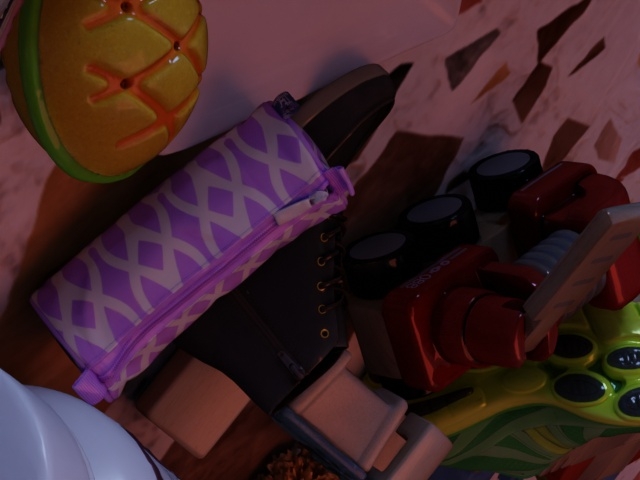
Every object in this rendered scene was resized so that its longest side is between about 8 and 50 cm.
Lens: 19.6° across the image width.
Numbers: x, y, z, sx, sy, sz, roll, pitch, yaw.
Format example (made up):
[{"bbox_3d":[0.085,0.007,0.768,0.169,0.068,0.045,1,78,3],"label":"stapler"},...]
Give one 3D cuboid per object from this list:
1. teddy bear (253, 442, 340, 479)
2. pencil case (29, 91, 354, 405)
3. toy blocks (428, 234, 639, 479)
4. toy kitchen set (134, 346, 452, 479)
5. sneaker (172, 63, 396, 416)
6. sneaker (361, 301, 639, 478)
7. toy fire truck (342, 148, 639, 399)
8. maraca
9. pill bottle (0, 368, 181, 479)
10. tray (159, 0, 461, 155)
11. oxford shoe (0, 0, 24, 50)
[{"bbox_3d":[-0.046,0.309,1.388,0.338,0.113,0.245,-41,140,-60],"label":"teddy bear"},{"bbox_3d":[-0.074,0.007,1.104,0.206,0.088,0.086,-40,137,-1],"label":"pencil case"},{"bbox_3d":[0.251,0.142,1.690,0.381,0.191,0.261,-10,140,-50],"label":"toy blocks"},{"bbox_3d":[-0.033,0.123,1.331,0.207,0.166,0.122,42,82,-19],"label":"toy kitchen set"},{"bbox_3d":[0.000,0.000,1.188,0.222,0.118,0.083,-51,167,4],"label":"sneaker"},{"bbox_3d":[0.178,0.121,1.468,0.123,0.296,0.109,51,37,-56],"label":"sneaker"},{"bbox_3d":[0.162,0.015,1.319,0.217,0.246,0.158,-32,116,-33],"label":"toy fire truck"},{"bbox_3d":[-0.110,-0.122,0.951,0.127,0.099,0.185,-14,107,-60],"label":"maraca"},{"bbox_3d":[-0.164,0.219,1.092,0.224,0.224,0.392,-49,150,-9],"label":"pill bottle"},{"bbox_3d":[-0.001,-0.157,1.132,0.270,0.030,0.145,-27,142,-39],"label":"tray"},{"bbox_3d":[-0.176,-0.143,0.787,0.348,0.123,0.130,-54,167,-21],"label":"oxford shoe"}]
